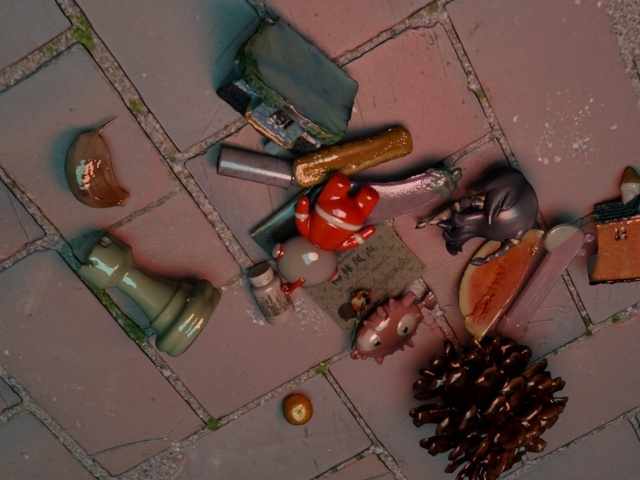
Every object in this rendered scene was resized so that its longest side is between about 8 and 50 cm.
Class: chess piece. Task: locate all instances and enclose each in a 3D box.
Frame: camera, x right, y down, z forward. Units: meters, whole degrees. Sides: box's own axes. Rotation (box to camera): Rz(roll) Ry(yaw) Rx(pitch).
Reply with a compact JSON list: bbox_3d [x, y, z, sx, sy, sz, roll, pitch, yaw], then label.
[{"bbox_3d":[-0.399,0.112,1.729,0.299,0.195,0.195,37,106,-13],"label":"chess piece"}]

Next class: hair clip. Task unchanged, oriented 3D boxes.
[{"bbox_3d":[0.146,-0.103,1.738,0.358,0.110,0.096,-17,73,-4],"label":"hair clip"}]

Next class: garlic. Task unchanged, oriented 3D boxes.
[{"bbox_3d":[-0.488,-0.164,1.637,0.128,0.090,0.198,-12,111,-19],"label":"garlic"}]

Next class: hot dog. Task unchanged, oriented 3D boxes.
[{"bbox_3d":[0.070,-0.190,1.686,0.288,0.068,0.083,-18,122,-15],"label":"hot dog"}]

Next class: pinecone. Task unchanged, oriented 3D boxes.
[{"bbox_3d":[0.404,0.423,1.906,0.397,0.398,0.398,-3,116,-7],"label":"pinecone"}]

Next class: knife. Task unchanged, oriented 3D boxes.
[{"bbox_3d":[0.546,0.113,1.903,0.132,0.038,0.399,11,126,-16],"label":"knife"}]

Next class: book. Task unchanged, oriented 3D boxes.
[{"bbox_3d":[0.049,0.030,1.828,0.264,0.031,0.379,-40,115,9],"label":"book"}]

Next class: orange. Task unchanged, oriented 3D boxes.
[{"bbox_3d":[-0.059,0.446,1.990,0.083,0.070,0.083,-1,100,-6],"label":"orange"}]

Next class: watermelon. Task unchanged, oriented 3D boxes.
[{"bbox_3d":[0.422,0.088,1.862,0.128,0.159,0.304,31,93,10],"label":"watermelon"}]

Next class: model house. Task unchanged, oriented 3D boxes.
[{"bbox_3d":[0.785,-0.035,1.848,0.253,0.184,0.291,-7,86,32],"label":"model house"},{"bbox_3d":[-0.101,-0.283,1.575,0.261,0.226,0.241,37,135,-20],"label":"model house"}]

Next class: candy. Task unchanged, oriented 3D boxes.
[{"bbox_3d":[0.092,0.199,1.879,0.055,0.049,0.185,-7,126,-25],"label":"candy"}]

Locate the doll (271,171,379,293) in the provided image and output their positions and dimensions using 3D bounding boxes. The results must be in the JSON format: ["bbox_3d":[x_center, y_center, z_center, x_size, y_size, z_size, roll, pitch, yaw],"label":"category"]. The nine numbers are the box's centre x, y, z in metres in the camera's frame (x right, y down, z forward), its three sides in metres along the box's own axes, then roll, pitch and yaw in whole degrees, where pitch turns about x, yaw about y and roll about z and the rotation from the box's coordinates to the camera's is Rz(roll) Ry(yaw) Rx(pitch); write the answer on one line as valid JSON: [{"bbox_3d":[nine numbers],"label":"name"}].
[{"bbox_3d":[0.000,0.000,1.718,0.199,0.105,0.336,21,120,-21],"label":"doll"}]

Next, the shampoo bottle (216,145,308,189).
[{"bbox_3d":[-0.125,-0.158,1.693,0.213,0.072,0.072,11,113,-14],"label":"shampoo bottle"}]

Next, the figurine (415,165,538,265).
[{"bbox_3d":[0.377,-0.055,1.765,0.197,0.175,0.265,43,110,-14],"label":"figurine"}]

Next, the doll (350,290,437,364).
[{"bbox_3d":[0.182,0.214,1.892,0.261,0.093,0.211,-30,139,-12],"label":"doll"}]

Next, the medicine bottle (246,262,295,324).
[{"bbox_3d":[-0.121,0.127,1.822,0.079,0.079,0.140,-23,116,3],"label":"medicine bottle"}]
